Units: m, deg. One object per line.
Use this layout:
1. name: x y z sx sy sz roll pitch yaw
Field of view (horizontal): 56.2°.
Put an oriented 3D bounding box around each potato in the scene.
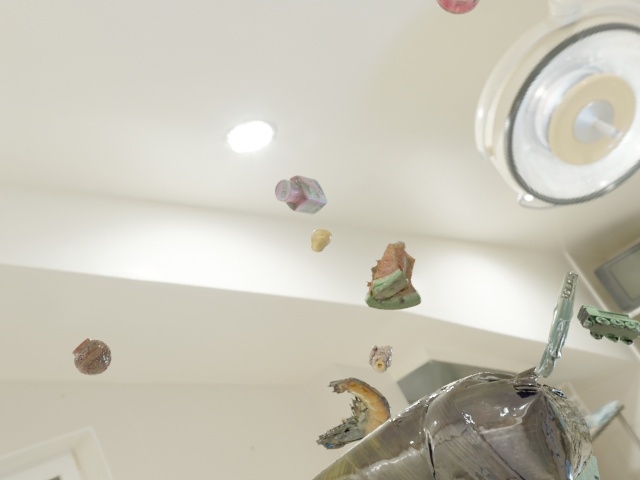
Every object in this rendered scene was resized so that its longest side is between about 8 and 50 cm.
1. potato: 0.000 0.000 1.882 0.068 0.062 0.083 9 -70 -15

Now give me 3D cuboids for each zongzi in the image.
1. zongzi: 0.209 0.359 0.979 0.432 0.208 0.403 -27 -26 22

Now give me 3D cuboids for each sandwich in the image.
1. sandwich: 0.326 0.151 2.581 0.250 0.301 0.162 5 -5 -4

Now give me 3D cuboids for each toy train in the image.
1. toy train: 0.857 0.248 1.776 0.170 0.111 0.071 10 -63 -2

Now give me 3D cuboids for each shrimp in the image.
1. shrimp: 0.075 0.550 1.907 0.290 0.222 0.054 -35 6 19

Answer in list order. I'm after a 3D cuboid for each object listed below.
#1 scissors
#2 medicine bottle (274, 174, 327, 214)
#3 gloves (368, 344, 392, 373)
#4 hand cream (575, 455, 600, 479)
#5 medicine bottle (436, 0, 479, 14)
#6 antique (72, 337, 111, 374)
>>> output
1. scissors: 0.526 0.165 1.305 0.289 0.041 0.138 -54 -24 -40
2. medicine bottle: -0.075 -0.169 2.182 0.094 0.119 0.188 -40 -27 28
3. gloves: 0.236 0.467 2.362 0.094 0.111 0.144 3 -10 8
4. hand cream: 0.533 0.496 1.354 0.320 0.109 0.067 27 -46 -22
5. medicine bottle: 0.396 -0.733 1.629 0.147 0.147 0.247 -28 -7 -4
6. antique: -0.619 0.319 1.633 0.104 0.104 0.104 -27 -18 -9
